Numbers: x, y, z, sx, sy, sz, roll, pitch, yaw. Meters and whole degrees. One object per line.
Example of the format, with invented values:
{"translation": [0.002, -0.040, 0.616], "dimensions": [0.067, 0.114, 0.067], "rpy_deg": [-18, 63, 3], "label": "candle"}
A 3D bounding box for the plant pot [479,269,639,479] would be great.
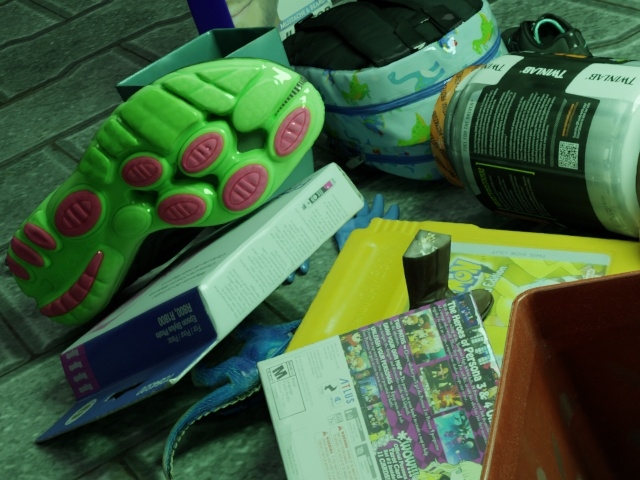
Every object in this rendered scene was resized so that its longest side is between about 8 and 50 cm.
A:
{"translation": [0.284, 0.180, 1.069], "dimensions": [0.267, 0.235, 0.267], "rpy_deg": [-11, 28, 20], "label": "plant pot"}

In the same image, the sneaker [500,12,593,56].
{"translation": [0.308, -0.264, 2.057], "dimensions": [0.101, 0.106, 0.267], "rpy_deg": [-26, 25, -8], "label": "sneaker"}

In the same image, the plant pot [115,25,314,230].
{"translation": [-0.116, -0.132, 1.948], "dimensions": [0.166, 0.234, 0.165], "rpy_deg": [-34, 23, -28], "label": "plant pot"}

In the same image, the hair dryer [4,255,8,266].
{"translation": [-0.317, 0.020, 2.025], "dimensions": [0.224, 0.080, 0.293], "rpy_deg": [-35, 20, 5], "label": "hair dryer"}

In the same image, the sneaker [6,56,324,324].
{"translation": [-0.179, -0.080, 1.745], "dimensions": [0.483, 0.185, 0.202], "rpy_deg": [-31, 12, 36], "label": "sneaker"}

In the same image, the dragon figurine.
{"translation": [-0.050, 0.137, 1.560], "dimensions": [0.144, 0.085, 0.289], "rpy_deg": [0, 31, 36], "label": "dragon figurine"}

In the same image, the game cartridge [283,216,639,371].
{"translation": [0.153, 0.074, 1.491], "dimensions": [0.324, 0.052, 0.285], "rpy_deg": [7, 34, 16], "label": "game cartridge"}

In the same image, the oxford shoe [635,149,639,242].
{"translation": [0.486, -0.082, 1.503], "dimensions": [0.364, 0.132, 0.130], "rpy_deg": [-14, 14, -14], "label": "oxford shoe"}

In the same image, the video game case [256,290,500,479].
{"translation": [0.070, 0.177, 1.327], "dimensions": [0.210, 0.042, 0.232], "rpy_deg": [-20, 56, 3], "label": "video game case"}

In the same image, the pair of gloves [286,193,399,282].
{"translation": [0.000, 0.000, 1.861], "dimensions": [0.198, 0.023, 0.159], "rpy_deg": [-13, 27, 13], "label": "pair of gloves"}

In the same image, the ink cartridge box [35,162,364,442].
{"translation": [-0.149, 0.069, 1.650], "dimensions": [0.330, 0.071, 0.324], "rpy_deg": [-41, 9, -38], "label": "ink cartridge box"}

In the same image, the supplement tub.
{"translation": [0.279, -0.109, 1.674], "dimensions": [0.193, 0.193, 0.316], "rpy_deg": [-35, 29, -28], "label": "supplement tub"}

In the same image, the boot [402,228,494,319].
{"translation": [0.120, 0.032, 1.414], "dimensions": [0.106, 0.114, 0.037], "rpy_deg": [-29, 38, -32], "label": "boot"}

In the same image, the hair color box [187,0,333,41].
{"translation": [-0.090, -0.356, 2.248], "dimensions": [0.185, 0.338, 0.110], "rpy_deg": [-36, 29, -29], "label": "hair color box"}

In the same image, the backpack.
{"translation": [0.116, -0.218, 1.980], "dimensions": [0.290, 0.273, 0.355], "rpy_deg": [-25, 5, -15], "label": "backpack"}
